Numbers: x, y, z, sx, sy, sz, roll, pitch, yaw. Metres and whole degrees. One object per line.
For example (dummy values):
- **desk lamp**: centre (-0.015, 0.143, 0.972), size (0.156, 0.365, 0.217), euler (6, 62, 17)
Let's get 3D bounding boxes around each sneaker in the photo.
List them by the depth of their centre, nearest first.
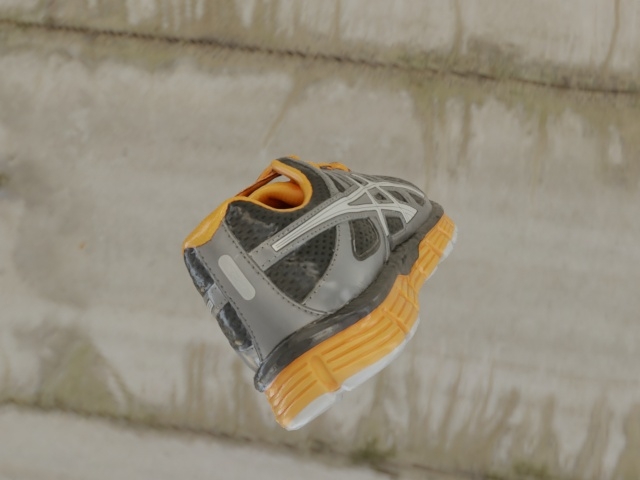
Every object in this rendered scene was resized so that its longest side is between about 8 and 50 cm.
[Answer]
- **sneaker**: centre (0.000, 0.000, 0.604), size (0.084, 0.215, 0.083), euler (-40, -84, 12)
